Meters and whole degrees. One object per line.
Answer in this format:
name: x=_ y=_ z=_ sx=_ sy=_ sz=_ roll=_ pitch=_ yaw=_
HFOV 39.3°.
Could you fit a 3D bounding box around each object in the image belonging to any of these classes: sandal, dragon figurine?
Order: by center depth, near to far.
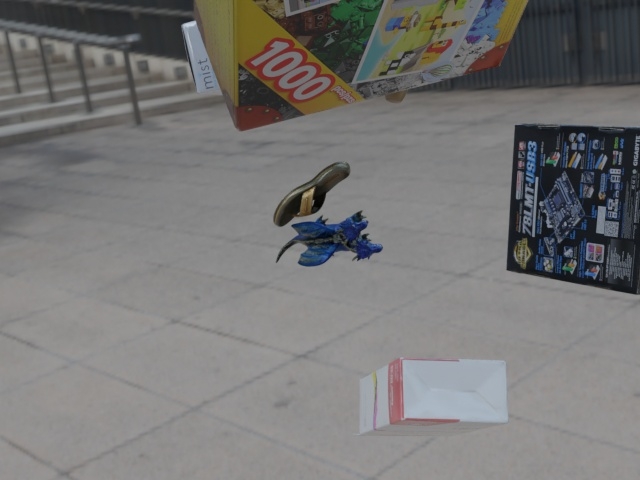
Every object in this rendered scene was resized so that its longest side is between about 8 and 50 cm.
sandal: x=-0.014 y=-0.078 z=1.655 sx=0.180 sy=0.049 sz=0.072 roll=-35 pitch=-22 yaw=12
dragon figurine: x=0.000 y=0.000 z=1.698 sx=0.289 sy=0.085 sz=0.144 roll=-6 pitch=7 yaw=32

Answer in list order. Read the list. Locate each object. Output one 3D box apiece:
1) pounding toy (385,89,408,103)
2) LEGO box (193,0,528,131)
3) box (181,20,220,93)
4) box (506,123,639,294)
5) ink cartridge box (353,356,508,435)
pounding toy: x=0.025 y=-0.321 z=1.348 sx=0.270 sy=0.154 sz=0.155 roll=22 pitch=-14 yaw=2
LEGO box: x=0.057 y=-0.364 z=0.956 sx=0.373 sy=0.193 sz=0.500 roll=-16 pitch=-22 yaw=-12
box: x=-0.092 y=-0.339 z=1.573 sx=0.231 sy=0.126 sz=0.262 roll=-12 pitch=7 yaw=8
box: x=0.485 y=-0.067 z=1.656 sx=0.073 sy=0.295 sz=0.293 roll=-3 pitch=8 yaw=-38
ink cartridge box: x=0.110 y=0.175 z=0.972 sx=0.115 sy=0.067 sz=0.198 roll=4 pitch=-18 yaw=-13
